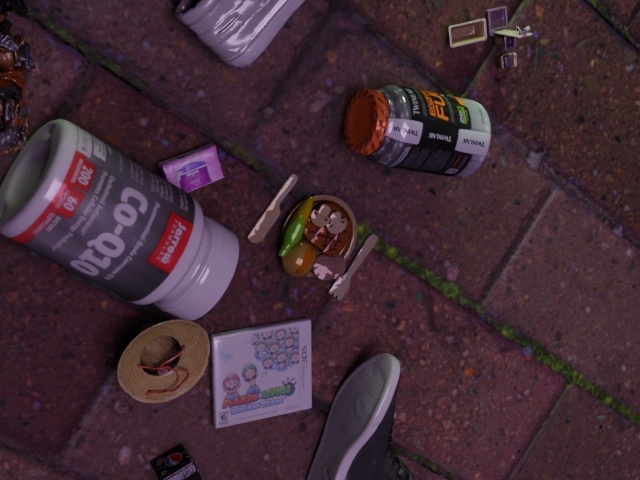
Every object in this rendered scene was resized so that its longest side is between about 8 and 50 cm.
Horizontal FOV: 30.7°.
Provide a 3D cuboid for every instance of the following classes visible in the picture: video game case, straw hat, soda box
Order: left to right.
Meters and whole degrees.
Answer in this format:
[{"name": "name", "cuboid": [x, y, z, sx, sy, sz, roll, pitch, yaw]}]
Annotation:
[{"name": "straw hat", "cuboid": [-0.224, 0.150, 1.595, 0.144, 0.061, 0.144, -18, 131, -22]}, {"name": "soda box", "cuboid": [-0.184, 0.383, 1.687, 0.053, 0.060, 0.169, -28, 117, -17]}, {"name": "video game case", "cuboid": [-0.086, 0.193, 1.705, 0.157, 0.019, 0.143, -8, 109, -25]}]

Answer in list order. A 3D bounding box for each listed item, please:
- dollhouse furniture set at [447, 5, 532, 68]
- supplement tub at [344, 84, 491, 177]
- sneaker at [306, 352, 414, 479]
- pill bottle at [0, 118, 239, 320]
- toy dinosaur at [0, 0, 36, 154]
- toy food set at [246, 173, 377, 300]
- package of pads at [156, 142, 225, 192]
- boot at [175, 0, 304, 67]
[{"name": "dollhouse furniture set", "cuboid": [0.250, -0.284, 1.700, 0.114, 0.081, 0.091, -16, 112, -23]}, {"name": "supplement tub", "cuboid": [0.137, -0.157, 1.660, 0.190, 0.117, 0.117, 6, 102, -30]}, {"name": "sneaker", "cuboid": [0.087, 0.311, 1.789, 0.147, 0.104, 0.295, 15, 104, -32]}, {"name": "pill bottle", "cuboid": [-0.250, -0.017, 1.471, 0.283, 0.161, 0.161, 32, 89, -31]}, {"name": "toy dinosaur", "cuboid": [-0.406, -0.260, 1.308, 0.164, 0.218, 0.322, -36, 92, -7]}, {"name": "toy food set", "cuboid": [0.000, 0.000, 1.680, 0.192, 0.038, 0.132, 34, 88, -31]}, {"name": "package of pads", "cuboid": [-0.173, -0.094, 1.564, 0.083, 0.032, 0.050, -24, 113, -20]}, {"name": "boot", "cuboid": [-0.075, -0.355, 1.498, 0.123, 0.095, 0.258, 37, 87, -38]}]
